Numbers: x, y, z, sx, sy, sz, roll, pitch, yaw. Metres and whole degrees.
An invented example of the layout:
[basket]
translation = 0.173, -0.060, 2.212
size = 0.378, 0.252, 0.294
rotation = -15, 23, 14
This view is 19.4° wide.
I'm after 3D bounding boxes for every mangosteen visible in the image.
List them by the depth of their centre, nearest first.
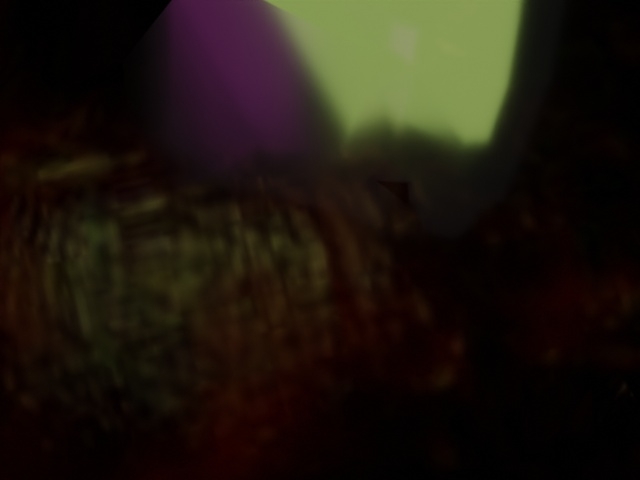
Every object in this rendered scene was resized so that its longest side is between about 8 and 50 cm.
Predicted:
[mangosteen]
translation = 0.013, -0.013, 0.645
size = 0.421, 0.381, 0.381
rotation = 24, 39, -51
